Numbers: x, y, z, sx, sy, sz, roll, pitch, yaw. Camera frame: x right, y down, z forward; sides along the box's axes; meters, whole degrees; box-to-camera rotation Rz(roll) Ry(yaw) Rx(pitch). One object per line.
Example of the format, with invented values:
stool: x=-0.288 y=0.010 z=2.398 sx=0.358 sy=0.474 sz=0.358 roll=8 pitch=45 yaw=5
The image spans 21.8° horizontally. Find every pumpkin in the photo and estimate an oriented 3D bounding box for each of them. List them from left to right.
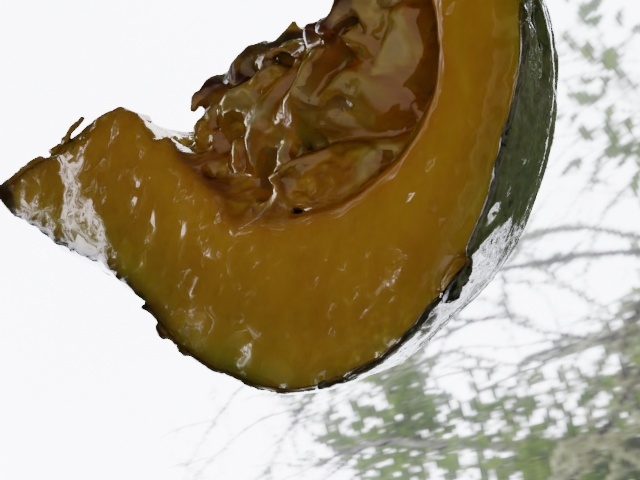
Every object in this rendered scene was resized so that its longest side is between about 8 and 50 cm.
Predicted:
pumpkin: x=0.001 y=0.002 z=0.627 sx=0.111 sy=0.278 sz=0.163 roll=23 pitch=-131 yaw=-41
